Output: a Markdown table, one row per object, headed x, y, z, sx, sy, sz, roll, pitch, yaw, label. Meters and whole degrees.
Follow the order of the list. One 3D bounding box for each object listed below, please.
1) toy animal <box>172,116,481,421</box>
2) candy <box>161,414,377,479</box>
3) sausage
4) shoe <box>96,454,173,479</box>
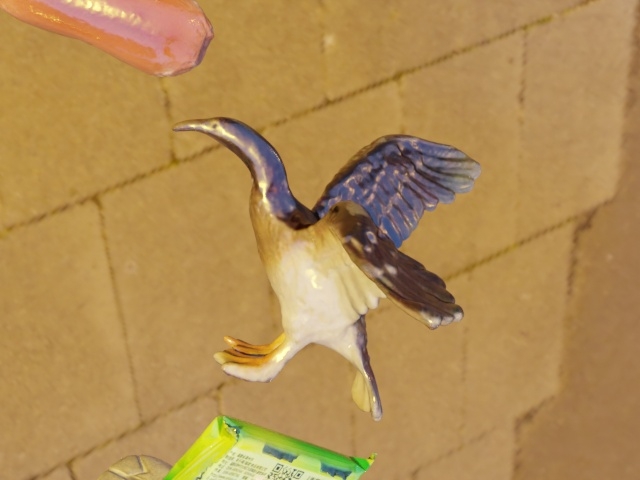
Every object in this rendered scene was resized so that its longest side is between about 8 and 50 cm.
| x | y | z | sx | sy | sz | roll | pitch | yaw | label |
| --- | --- | --- | --- | --- | --- | --- | --- | --- | --- |
| -0.011 | 0.011 | 0.783 | 0.197 | 0.272 | 0.160 | 21 | 102 | -5 | toy animal |
| -0.041 | 0.180 | 0.984 | 0.102 | 0.032 | 0.178 | -48 | 137 | 16 | candy |
| -0.185 | -0.199 | 1.133 | 0.194 | 0.077 | 0.077 | 23 | 106 | -7 | sausage |
| -0.240 | 0.388 | 1.370 | 0.342 | 0.132 | 0.210 | -42 | 148 | -60 | shoe |
